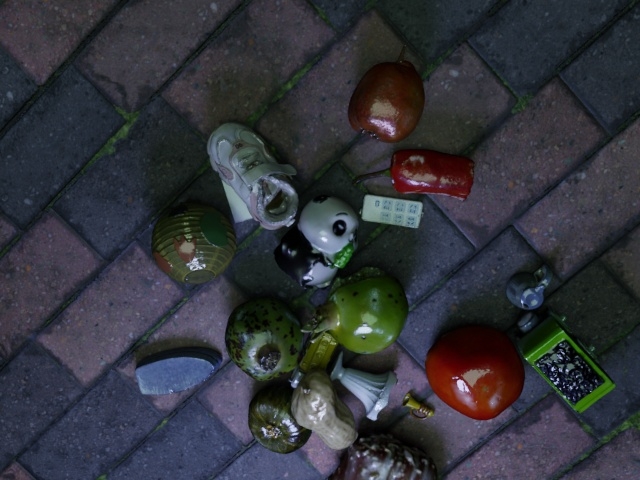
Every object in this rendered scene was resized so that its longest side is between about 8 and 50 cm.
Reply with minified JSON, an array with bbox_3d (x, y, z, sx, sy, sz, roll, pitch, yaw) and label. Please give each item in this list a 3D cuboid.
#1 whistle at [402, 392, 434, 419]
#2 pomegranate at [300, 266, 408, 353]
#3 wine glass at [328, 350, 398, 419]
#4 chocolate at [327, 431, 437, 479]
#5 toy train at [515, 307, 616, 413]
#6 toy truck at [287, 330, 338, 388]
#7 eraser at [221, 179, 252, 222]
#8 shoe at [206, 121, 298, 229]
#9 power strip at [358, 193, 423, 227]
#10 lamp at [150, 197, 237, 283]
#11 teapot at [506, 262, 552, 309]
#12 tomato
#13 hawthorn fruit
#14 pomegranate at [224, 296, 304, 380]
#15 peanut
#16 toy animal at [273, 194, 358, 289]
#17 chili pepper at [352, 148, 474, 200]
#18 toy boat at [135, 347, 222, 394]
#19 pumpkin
[{"bbox_3d":[0.311,0.541,1.998,0.109,0.046,0.057,36,87,-11],"label":"whistle"},{"bbox_3d":[0.104,0.212,1.806,0.341,0.260,0.260,-17,103,-27],"label":"pomegranate"},{"bbox_3d":[0.120,0.442,1.935,0.197,0.165,0.164,27,102,5],"label":"wine glass"},{"bbox_3d":[0.214,0.720,1.955,0.340,0.225,0.210,17,95,-4],"label":"chocolate"},{"bbox_3d":[0.712,0.346,1.831,0.173,0.249,0.307,-43,97,13],"label":"toy train"},{"bbox_3d":[-0.017,0.365,1.939,0.098,0.114,0.226,24,102,-2],"label":"toy truck"},{"bbox_3d":[-0.230,-0.138,1.890,0.104,0.023,0.150,-16,100,4],"label":"eraser"},{"bbox_3d":[-0.173,-0.187,1.772,0.172,0.198,0.351,-40,104,-9],"label":"shoe"},{"bbox_3d":[0.214,-0.090,1.872,0.192,0.035,0.081,9,102,0],"label":"power strip"},{"bbox_3d":[-0.369,-0.015,1.829,0.250,0.250,0.284,-14,62,6],"label":"lamp"},{"bbox_3d":[0.636,0.151,1.863,0.149,0.108,0.111,-27,101,8],"label":"teapot"},{"bbox_3d":[0.464,0.393,1.865,0.299,0.226,0.298,1,99,5],"label":"tomato"},{"bbox_3d":[0.195,-0.403,1.723,0.211,0.210,0.262,23,94,-2],"label":"hawthorn fruit"},{"bbox_3d":[-0.163,0.301,1.859,0.255,0.270,0.254,-5,114,-11],"label":"pomegranate"},{"bbox_3d":[0.003,0.505,1.852,0.159,0.143,0.291,-10,127,26],"label":"peanut"},{"bbox_3d":[0.006,0.005,1.817,0.213,0.212,0.266,39,107,-5],"label":"toy animal"},{"bbox_3d":[0.265,-0.200,1.798,0.339,0.131,0.134,8,93,3],"label":"chili pepper"},{"bbox_3d":[-0.452,0.412,1.993,0.283,0.078,0.127,-12,98,7],"label":"toy boat"},{"bbox_3d":[-0.124,0.559,1.965,0.224,0.157,0.223,7,110,20],"label":"pumpkin"}]
